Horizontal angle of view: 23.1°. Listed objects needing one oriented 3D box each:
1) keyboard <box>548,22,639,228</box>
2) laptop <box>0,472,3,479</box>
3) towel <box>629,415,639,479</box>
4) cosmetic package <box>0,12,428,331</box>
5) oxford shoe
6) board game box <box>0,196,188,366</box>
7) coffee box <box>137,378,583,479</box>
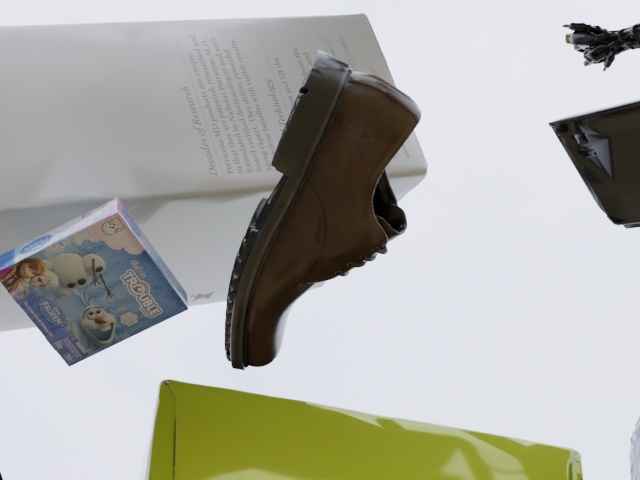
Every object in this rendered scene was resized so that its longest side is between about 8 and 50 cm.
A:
[{"bbox_3d":[0.306,-0.108,1.240,0.033,0.317,0.201,-45,-69,-33],"label":"keyboard"},{"bbox_3d":[-0.217,0.032,0.330,0.234,0.264,0.136,-33,-15,-32],"label":"laptop"},{"bbox_3d":[0.291,0.287,1.190,0.121,0.235,0.284,-1,-55,7],"label":"towel"},{"bbox_3d":[-0.142,-0.049,1.179,0.385,0.156,0.217,-9,-23,-31],"label":"cosmetic package"},{"bbox_3d":[0.000,0.000,0.981,0.096,0.083,0.227,21,-57,-5],"label":"oxford shoe"},{"bbox_3d":[-0.144,0.028,0.988,0.090,0.020,0.090,-27,-54,8],"label":"board game box"},{"bbox_3d":[0.004,0.356,1.168,0.337,0.338,0.334,10,-49,-6],"label":"coffee box"}]
